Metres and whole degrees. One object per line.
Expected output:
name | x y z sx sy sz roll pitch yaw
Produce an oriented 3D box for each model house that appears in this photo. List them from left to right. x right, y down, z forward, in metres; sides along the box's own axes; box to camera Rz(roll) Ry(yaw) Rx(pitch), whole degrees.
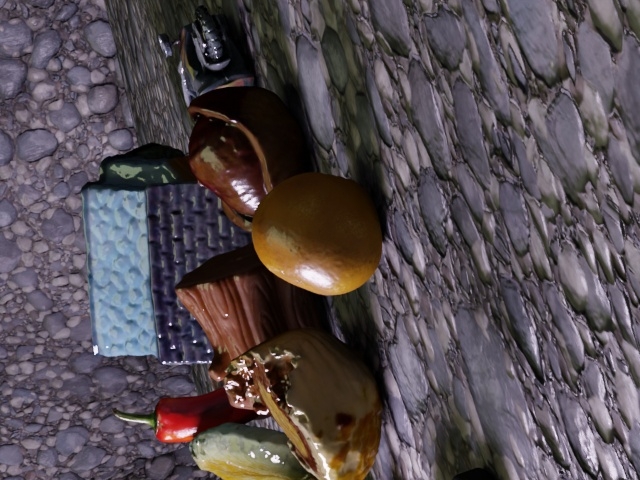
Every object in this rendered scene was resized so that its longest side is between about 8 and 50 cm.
model house | -0.188 0.017 2.152 0.297 0.339 0.360 -16 -73 -59

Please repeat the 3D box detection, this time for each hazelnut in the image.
hazelnut | -0.097 -0.110 1.702 0.170 0.160 0.201 174 85 -76

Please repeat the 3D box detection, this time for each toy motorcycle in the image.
toy motorcycle | -0.172 -0.264 1.957 0.307 0.108 0.173 169 79 -80

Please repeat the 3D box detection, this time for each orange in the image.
orange | 0.000 -0.011 1.457 0.159 0.159 0.136 135 158 -76

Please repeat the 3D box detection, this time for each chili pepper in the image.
chili pepper | -0.179 0.276 2.227 0.092 0.368 0.137 -98 -18 -67

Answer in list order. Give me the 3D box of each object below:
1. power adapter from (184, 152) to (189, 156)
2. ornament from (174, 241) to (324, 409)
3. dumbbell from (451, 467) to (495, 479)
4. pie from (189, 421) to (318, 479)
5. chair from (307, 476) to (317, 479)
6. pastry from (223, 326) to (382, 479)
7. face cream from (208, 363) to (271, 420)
power adapter | -0.264 -0.029 2.480 0.124 0.187 0.255 116 135 -74
ornament | -0.092 0.129 1.906 0.235 0.221 0.217 -5 107 51
dumbbell | 0.101 0.312 1.311 0.100 0.191 0.100 163 90 -77
pie | -0.082 0.389 2.165 0.306 0.306 0.071 104 -174 -67
chair | 0.056 0.459 1.766 0.158 0.172 0.247 90 -175 -51
pastry | 0.003 0.219 1.716 0.237 0.170 0.256 53 163 0
face cream | -0.128 0.250 2.338 0.104 0.149 0.149 -138 33 -71
